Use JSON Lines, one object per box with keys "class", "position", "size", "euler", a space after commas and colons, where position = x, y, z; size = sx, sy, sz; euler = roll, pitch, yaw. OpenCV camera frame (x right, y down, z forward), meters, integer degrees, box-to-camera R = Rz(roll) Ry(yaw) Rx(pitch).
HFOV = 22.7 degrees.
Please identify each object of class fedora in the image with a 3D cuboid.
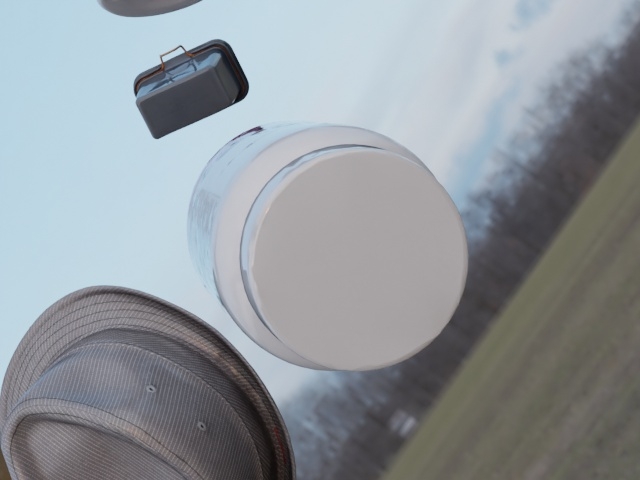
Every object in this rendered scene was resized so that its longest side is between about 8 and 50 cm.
{"class": "fedora", "position": [-0.157, 0.177, 1.259], "size": [0.244, 0.275, 0.124], "euler": [-50, -5, 19]}

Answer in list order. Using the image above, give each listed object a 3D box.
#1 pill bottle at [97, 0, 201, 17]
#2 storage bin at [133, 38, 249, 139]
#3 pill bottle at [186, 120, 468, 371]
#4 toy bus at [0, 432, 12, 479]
{"class": "pill bottle", "position": [-0.147, -0.284, 1.255], "size": [0.108, 0.193, 0.108], "euler": [-15, -14, -4]}
{"class": "storage bin", "position": [-0.163, -0.182, 1.922], "size": [0.135, 0.098, 0.091], "euler": [-24, 16, 9]}
{"class": "pill bottle", "position": [0.000, 0.000, 1.075], "size": [0.160, 0.160, 0.283], "euler": [-54, 11, -2]}
{"class": "toy bus", "position": [-0.371, 0.299, 1.790], "size": [0.104, 0.191, 0.202], "euler": [-22, 44, 27]}
